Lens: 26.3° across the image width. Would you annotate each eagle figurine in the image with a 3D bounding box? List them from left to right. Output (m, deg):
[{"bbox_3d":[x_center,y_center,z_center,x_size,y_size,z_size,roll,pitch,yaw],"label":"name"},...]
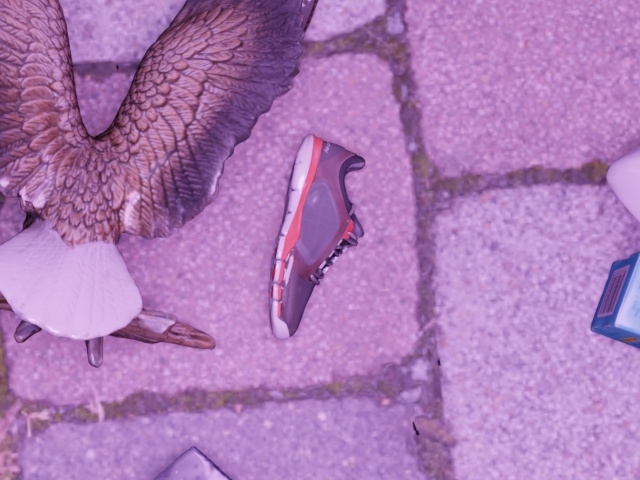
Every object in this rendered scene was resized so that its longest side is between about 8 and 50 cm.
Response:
[{"bbox_3d":[-0.160,-0.078,0.965,0.225,0.226,0.298,21,102,30],"label":"eagle figurine"}]

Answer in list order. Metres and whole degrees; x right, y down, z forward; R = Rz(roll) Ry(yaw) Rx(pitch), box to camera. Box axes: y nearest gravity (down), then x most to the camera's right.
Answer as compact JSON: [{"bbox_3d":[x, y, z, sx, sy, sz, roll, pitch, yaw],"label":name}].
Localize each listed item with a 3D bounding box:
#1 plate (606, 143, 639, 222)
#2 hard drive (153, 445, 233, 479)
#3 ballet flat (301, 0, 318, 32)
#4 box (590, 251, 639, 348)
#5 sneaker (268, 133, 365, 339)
[{"bbox_3d":[0.390,-0.021,0.970,0.278,0.045,0.277,-32,72,-22],"label":"plate"},{"bbox_3d":[-0.119,0.295,0.996,0.172,0.054,0.255,41,85,5],"label":"hard drive"},{"bbox_3d":[-0.037,-0.251,1.064,0.084,0.058,0.250,4,88,-2],"label":"ballet flat"},{"bbox_3d":[0.328,0.080,0.998,0.244,0.100,0.060,21,85,3],"label":"box"},{"bbox_3d":[0.000,0.000,1.029,0.064,0.061,0.158,13,84,-5],"label":"sneaker"}]
